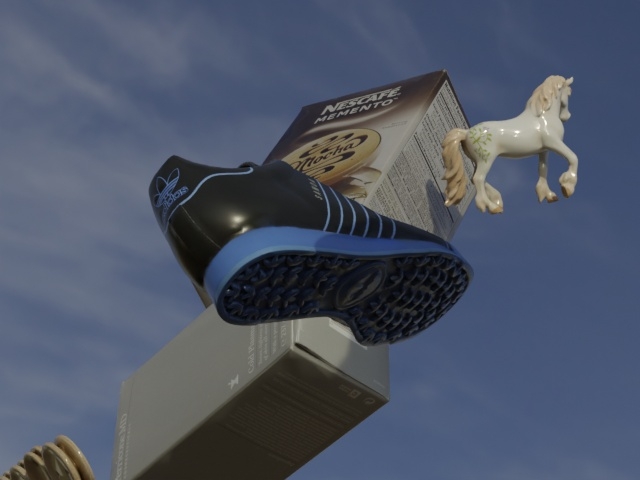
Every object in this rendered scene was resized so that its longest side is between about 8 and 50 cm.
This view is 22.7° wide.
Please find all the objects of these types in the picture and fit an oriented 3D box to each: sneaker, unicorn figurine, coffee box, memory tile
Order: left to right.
[{"bbox_3d":[-0.138,0.168,0.896,0.113,0.012,0.148,58,-29,2],"label":"memory tile"},{"bbox_3d":[0.000,0.000,0.896,0.081,0.090,0.232,-48,-30,19],"label":"sneaker"},{"bbox_3d":[0.024,-0.025,1.450,0.168,0.297,0.119,-14,-65,29],"label":"coffee box"},{"bbox_3d":[0.180,-0.085,1.395,0.161,0.111,0.060,-11,-4,-25],"label":"unicorn figurine"}]

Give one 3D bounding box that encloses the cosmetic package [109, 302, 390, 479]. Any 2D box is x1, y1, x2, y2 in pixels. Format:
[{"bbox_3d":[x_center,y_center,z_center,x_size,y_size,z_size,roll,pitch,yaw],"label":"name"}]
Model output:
[{"bbox_3d":[-0.056,0.117,1.230,0.107,0.127,0.238,33,-55,-28],"label":"cosmetic package"}]
